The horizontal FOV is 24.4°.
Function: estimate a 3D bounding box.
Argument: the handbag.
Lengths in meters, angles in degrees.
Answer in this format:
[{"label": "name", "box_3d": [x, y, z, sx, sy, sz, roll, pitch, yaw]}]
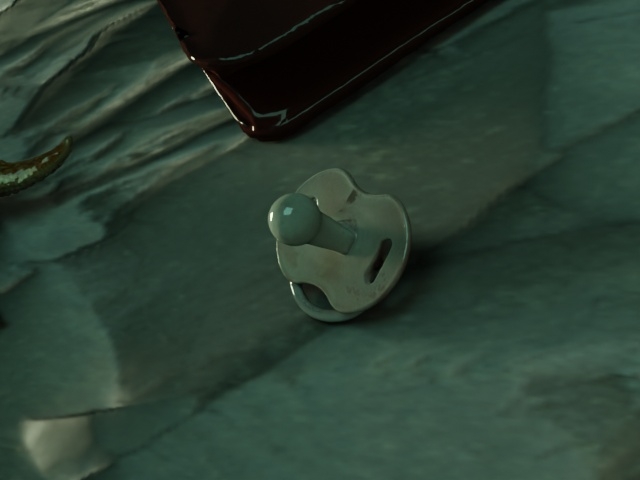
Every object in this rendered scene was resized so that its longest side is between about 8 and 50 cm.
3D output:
[{"label": "handbag", "box_3d": [0.001, -0.216, 0.992, 0.260, 0.084, 0.275, -34, 43, 4]}]

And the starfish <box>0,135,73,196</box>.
[{"label": "starfish", "box_3d": [-0.317, -0.011, 1.000, 0.301, 0.084, 0.293, -47, 43, -18]}]

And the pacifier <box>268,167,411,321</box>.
[{"label": "pacifier", "box_3d": [0.000, 0.000, 0.806, 0.099, 0.078, 0.081, 29, 93, 42]}]
